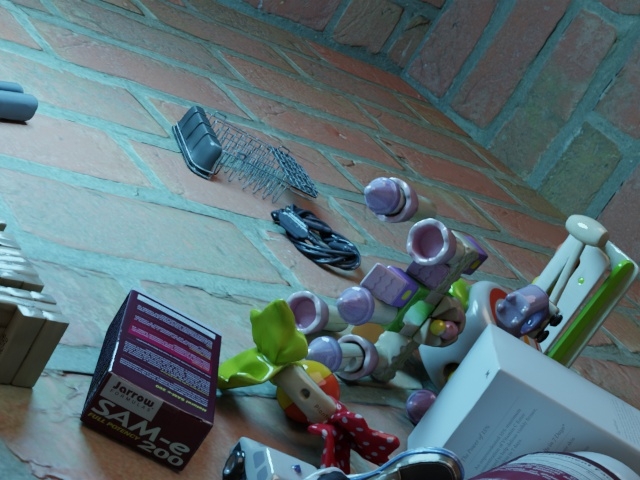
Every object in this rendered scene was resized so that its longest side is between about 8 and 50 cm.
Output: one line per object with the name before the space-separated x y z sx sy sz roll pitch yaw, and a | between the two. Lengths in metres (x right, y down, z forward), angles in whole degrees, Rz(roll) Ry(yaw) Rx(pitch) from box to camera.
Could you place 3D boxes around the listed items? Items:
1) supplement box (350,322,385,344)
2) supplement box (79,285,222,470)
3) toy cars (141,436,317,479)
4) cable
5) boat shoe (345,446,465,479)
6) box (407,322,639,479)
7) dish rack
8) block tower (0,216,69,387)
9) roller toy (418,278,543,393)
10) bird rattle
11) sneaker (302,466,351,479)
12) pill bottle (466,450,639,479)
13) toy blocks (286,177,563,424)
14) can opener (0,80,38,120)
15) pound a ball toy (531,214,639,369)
supplement box | 0.140 0.131 2.105 0.080 0.078 0.233 38 18 17
supplement box | -0.188 0.153 1.469 0.130 0.073 0.239 29 16 -11
toy cars | -0.082 0.274 1.297 0.176 0.087 0.394 39 18 17
cable | 0.000 0.000 2.290 0.184 0.047 0.150 37 12 23
boat shoe | 0.075 0.286 1.429 0.066 0.183 0.066 62 25 -7
box | 0.315 0.304 1.701 0.345 0.215 0.168 31 17 -6
dish rack | -0.135 -0.149 2.410 0.272 0.074 0.208 25 20 -28
block tower | -0.399 0.019 1.433 0.091 0.097 0.335 16 23 -46
roller toy | 0.246 0.175 2.001 0.191 0.146 0.209 21 44 -53
bird rattle | -0.006 0.191 1.612 0.253 0.143 0.207 38 1 5
sneaker | 0.039 0.310 1.221 0.268 0.153 0.101 -71 141 -58
pill bottle | 0.235 0.353 1.408 0.224 0.224 0.392 40 18 23
toy blocks | 0.110 0.095 1.799 0.309 0.288 0.260 44 14 27
can opener | -0.528 -0.231 1.917 0.074 0.093 0.280 39 13 24
pound a ball toy | 0.424 0.088 2.311 0.208 0.319 0.136 13 26 -48
